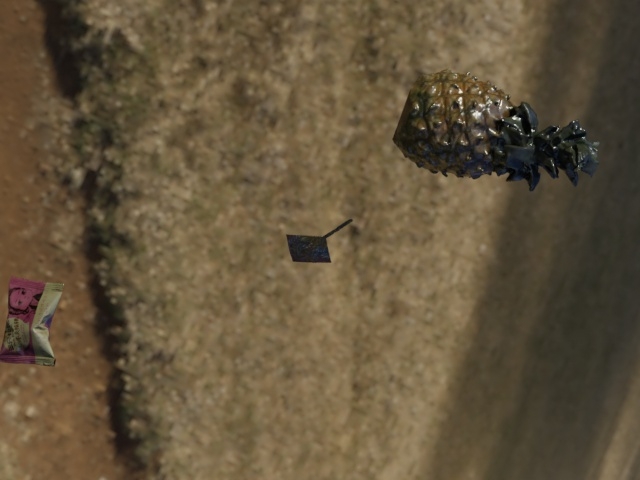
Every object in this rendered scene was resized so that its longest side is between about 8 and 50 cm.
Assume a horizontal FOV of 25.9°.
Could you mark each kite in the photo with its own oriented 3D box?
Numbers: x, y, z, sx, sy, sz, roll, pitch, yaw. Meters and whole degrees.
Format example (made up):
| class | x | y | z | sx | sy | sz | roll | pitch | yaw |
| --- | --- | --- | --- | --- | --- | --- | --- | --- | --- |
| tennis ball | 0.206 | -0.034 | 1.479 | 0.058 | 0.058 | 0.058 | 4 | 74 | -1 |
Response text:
| class | x | y | z | sx | sy | sz | roll | pitch | yaw |
| --- | --- | --- | --- | --- | --- | --- | --- | --- | --- |
| kite | 0.004 | 0.004 | 1.183 | 0.044 | 0.078 | 0.002 | 53 | 37 | -36 |

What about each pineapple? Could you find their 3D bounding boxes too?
| class | x | y | z | sx | sy | sz | roll | pitch | yaw |
| --- | --- | --- | --- | --- | --- | --- | --- | --- | --- |
| pineapple | 0.173 | -0.101 | 1.333 | 0.108 | 0.197 | 0.108 | -48 | 146 | -48 |

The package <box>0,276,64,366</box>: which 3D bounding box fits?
| class | x | y | z | sx | sy | sz | roll | pitch | yaw |
| --- | --- | --- | --- | --- | --- | --- | --- | --- | --- |
| package | -0.276 | 0.078 | 1.330 | 0.029 | 0.059 | 0.083 | 22 | 73 | -74 |
